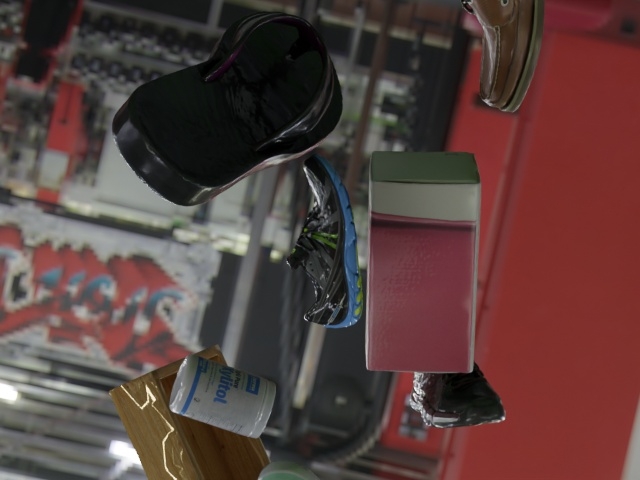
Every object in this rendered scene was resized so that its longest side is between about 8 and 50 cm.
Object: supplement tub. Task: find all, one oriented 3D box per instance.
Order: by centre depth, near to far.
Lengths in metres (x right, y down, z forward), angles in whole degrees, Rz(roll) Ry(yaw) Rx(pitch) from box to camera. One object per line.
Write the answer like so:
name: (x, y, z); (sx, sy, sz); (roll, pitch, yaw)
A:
supplement tub: (-0.112, 0.177, 1.682); (0.107, 0.071, 0.071); (19, 180, -11)

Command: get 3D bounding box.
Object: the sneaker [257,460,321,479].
sneaker: (-0.023, 0.358, 1.484); (0.094, 0.256, 0.151); (-11, -173, 17)

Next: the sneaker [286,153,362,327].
sneaker: (0.000, 0.000, 1.575); (0.078, 0.188, 0.067); (-6, 178, 2)

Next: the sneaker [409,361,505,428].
sneaker: (0.183, 0.177, 2.144); (0.106, 0.162, 0.281); (-6, -177, -14)

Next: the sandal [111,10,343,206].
sandal: (-0.060, -0.160, 1.577); (0.167, 0.107, 0.446); (47, -150, -3)

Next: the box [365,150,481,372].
box: (0.118, 0.023, 1.731); (0.127, 0.232, 0.148); (1, -163, 2)

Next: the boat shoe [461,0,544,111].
boat shoe: (0.216, -0.309, 1.801); (0.104, 0.307, 0.111); (2, -159, -14)

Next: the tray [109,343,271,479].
tray: (-0.115, 0.348, 1.878); (0.076, 0.411, 0.203); (-25, 177, 20)
